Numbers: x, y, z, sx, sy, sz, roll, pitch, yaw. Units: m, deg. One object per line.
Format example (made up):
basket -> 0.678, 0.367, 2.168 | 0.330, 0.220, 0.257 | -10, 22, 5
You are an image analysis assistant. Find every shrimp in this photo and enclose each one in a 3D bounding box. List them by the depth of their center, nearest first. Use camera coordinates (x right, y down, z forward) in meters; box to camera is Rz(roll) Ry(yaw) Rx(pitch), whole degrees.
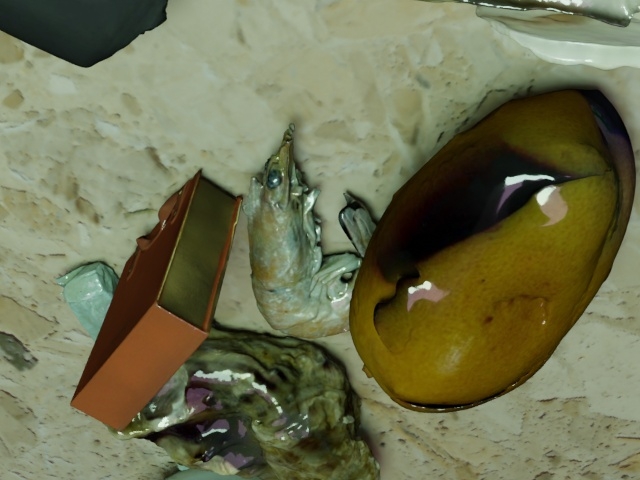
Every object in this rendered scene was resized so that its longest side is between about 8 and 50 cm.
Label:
shrimp -> 0.000, 0.000, 0.825 | 0.126, 0.047, 0.223 | -6, 130, -2

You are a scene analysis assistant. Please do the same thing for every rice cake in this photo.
rice cake -> -0.166, 0.120, 0.919 | 0.045, 0.042, 0.245 | -21, 120, 9

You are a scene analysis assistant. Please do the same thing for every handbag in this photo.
handbag -> -0.124, 0.040, 0.772 | 0.063, 0.190, 0.127 | 33, 121, -16

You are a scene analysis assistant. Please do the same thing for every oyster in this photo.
oyster -> -0.069, 0.171, 0.898 | 0.295, 0.094, 0.166 | 9, 111, -17

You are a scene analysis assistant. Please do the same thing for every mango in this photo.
mango -> 0.131, 0.014, 0.756 | 0.201, 0.152, 0.287 | 23, 120, -26

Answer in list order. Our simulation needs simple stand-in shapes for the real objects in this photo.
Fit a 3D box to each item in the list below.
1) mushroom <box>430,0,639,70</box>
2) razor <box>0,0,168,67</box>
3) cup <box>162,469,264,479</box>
mushroom -> 0.174, -0.210, 0.638 | 0.236, 0.162, 0.173 | 11, 90, 6
razor -> -0.232, -0.262, 0.619 | 0.349, 0.113, 0.204 | 33, 117, -18
cup -> -0.129, 0.358, 1.008 | 0.301, 0.227, 0.256 | 6, 114, 31
